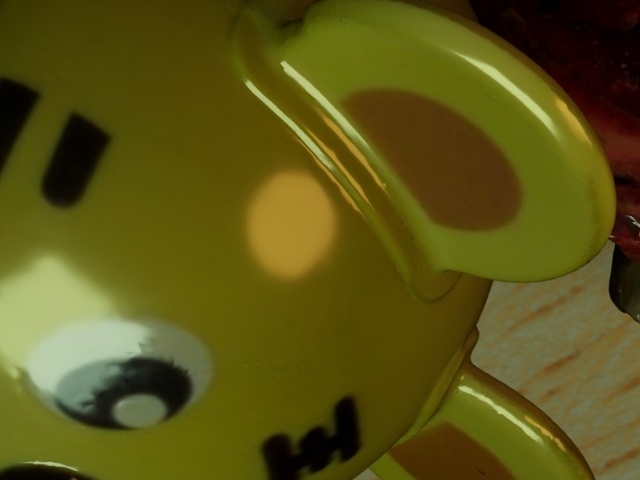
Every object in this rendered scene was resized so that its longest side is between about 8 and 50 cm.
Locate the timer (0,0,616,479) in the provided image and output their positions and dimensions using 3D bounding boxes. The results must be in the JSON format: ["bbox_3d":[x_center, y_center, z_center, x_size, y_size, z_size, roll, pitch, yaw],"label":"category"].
[{"bbox_3d":[-0.050,-0.011,0.871,0.387,0.376,0.376,26,145,21],"label":"timer"}]

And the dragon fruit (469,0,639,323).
[{"bbox_3d":[0.211,-0.017,0.933,0.317,0.152,0.205,9,142,13],"label":"dragon fruit"}]
